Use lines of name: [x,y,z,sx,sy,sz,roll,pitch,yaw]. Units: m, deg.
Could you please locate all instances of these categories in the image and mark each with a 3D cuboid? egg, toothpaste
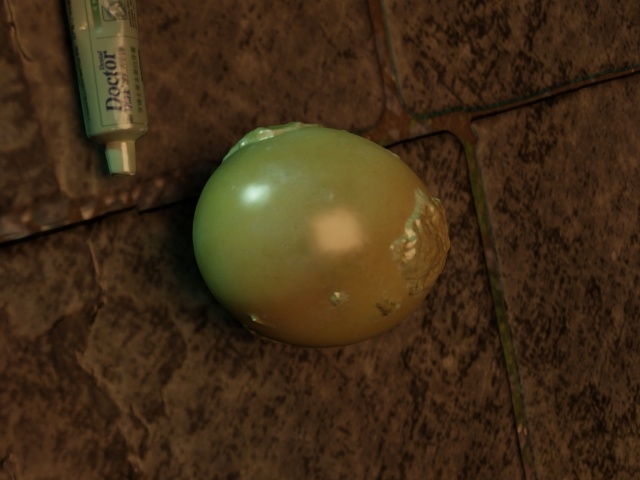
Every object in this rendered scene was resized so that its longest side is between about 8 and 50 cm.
egg: [0.001,-0.003,0.708,0.201,0.164,0.164,10,82,-44]
toothpaste: [-0.145,-0.151,0.665,0.064,0.041,0.218,-7,89,-36]
